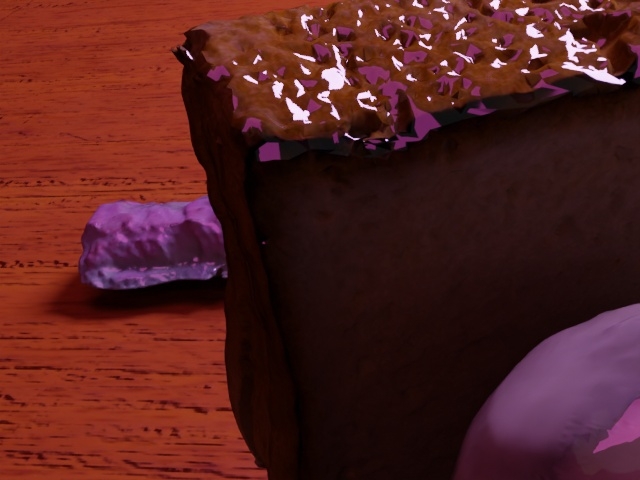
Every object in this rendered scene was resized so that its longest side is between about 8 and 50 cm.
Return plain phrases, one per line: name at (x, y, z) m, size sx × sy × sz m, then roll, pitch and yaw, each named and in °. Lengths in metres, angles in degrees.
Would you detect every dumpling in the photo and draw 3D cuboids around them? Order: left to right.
dumpling at (0.110, 0.102, 0.646) m, size 0.258 × 0.147 × 0.193 m, roll -40°, pitch -4°, yaw -30°

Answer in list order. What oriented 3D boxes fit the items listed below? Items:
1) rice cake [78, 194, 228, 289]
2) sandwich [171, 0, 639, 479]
rice cake at (0.000, -0.001, 1.016) m, size 0.290 × 0.051 × 0.081 m, roll 0°, pitch 25°, yaw 23°
sandwich at (0.091, -0.003, 0.750) m, size 0.273 × 0.249 × 0.095 m, roll -18°, pitch 45°, yaw -14°
